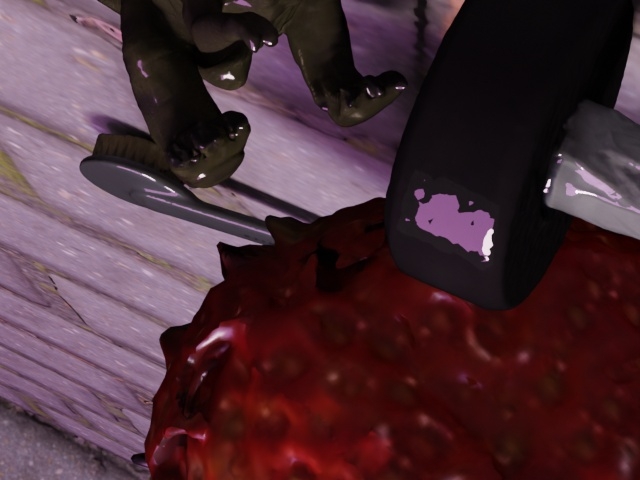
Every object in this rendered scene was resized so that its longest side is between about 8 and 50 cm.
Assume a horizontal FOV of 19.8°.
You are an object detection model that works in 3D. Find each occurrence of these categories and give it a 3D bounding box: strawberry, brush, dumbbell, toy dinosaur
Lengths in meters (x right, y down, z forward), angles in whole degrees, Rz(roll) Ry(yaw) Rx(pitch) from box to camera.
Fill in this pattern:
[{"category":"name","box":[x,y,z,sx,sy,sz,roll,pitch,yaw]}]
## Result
[{"category":"strawberry","box":[0.086,0.113,0.659,0.288,0.250,0.238,49,173,27]},{"category":"brush","box":[0.000,0.000,0.918,0.266,0.027,0.062,20,165,15]},{"category":"dumbbell","box":[0.121,-0.002,0.495,0.191,0.100,0.100,24,166,17]},{"category":"toy dinosaur","box":[-0.046,-0.114,0.588,0.179,0.087,0.187,61,158,19]}]
